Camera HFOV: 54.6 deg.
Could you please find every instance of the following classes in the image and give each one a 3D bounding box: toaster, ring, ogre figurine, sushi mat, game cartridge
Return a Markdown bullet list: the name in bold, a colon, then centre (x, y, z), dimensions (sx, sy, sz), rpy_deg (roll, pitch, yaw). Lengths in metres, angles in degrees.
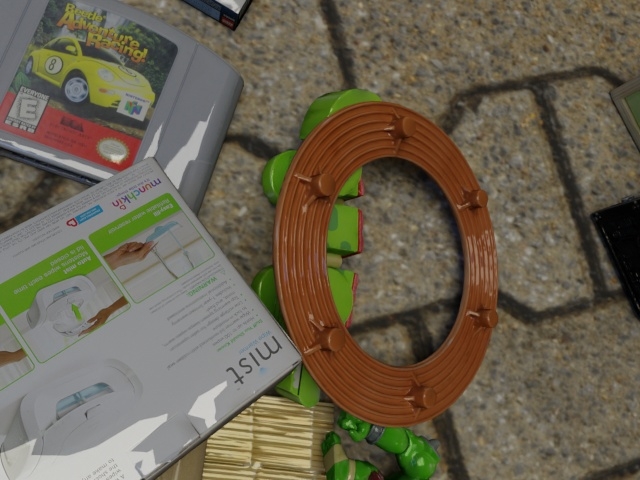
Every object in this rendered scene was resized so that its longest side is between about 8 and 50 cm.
- **toaster**: centre (0.439, 0.014, 0.726), dimensions (0.110, 0.168, 0.186), rpy_deg (-22, 86, -16)
- **ring**: centre (0.092, 0.019, 0.639), dimensions (0.336, 0.032, 0.337), rpy_deg (6, 81, -41)
- **ogre figurine**: centre (0.058, 0.269, 0.630), dimensions (0.118, 0.097, 0.197), rpy_deg (12, 68, -16)
- **sushi mat**: centre (-0.141, 0.226, 0.637), dimensions (0.316, 0.019, 0.151), rpy_deg (10, 78, -12)
- **game cartridge**: centre (-0.242, -0.160, 0.660), dimensions (0.294, 0.060, 0.196), rpy_deg (19, 74, -9)

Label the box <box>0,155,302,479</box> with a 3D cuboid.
- **box**: centre (-0.190, 0.097, 0.528), dimensions (0.262, 0.127, 0.231), rpy_deg (-35, 81, -25)

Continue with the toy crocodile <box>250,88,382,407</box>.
- **toy crocodile**: centre (0.000, 0.000, 0.656), dimensions (0.105, 0.115, 0.340), rpy_deg (11, 79, -29)

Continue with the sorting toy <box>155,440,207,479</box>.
- **sorting toy**: centre (-0.226, 0.232, 0.566), dimensions (0.229, 0.041, 0.307), rpy_deg (12, 66, -15)

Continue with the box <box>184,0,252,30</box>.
- **box**: centre (-0.114, -0.386, 0.726), dimensions (0.159, 0.044, 0.233), rpy_deg (29, 76, -7)

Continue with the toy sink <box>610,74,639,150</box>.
- **toy sink**: centre (0.503, -0.130, 0.773), dimensions (0.131, 0.153, 0.234), rpy_deg (-27, 89, -15)
